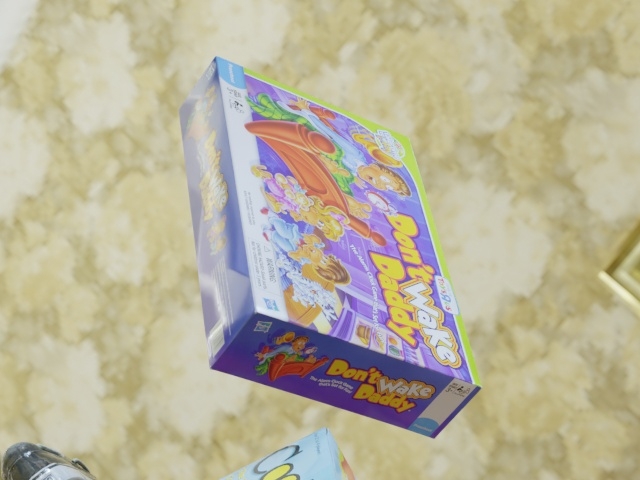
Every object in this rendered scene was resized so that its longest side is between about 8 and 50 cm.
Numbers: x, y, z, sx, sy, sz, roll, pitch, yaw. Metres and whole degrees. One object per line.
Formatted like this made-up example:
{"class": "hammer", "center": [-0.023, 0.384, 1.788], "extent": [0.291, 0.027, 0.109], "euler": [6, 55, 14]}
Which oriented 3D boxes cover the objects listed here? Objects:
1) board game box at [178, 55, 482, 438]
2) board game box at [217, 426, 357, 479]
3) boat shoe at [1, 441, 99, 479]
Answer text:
{"class": "board game box", "center": [0.000, 0.000, 1.437], "extent": [0.233, 0.347, 0.078], "euler": [20, -54, -28]}
{"class": "board game box", "center": [-0.082, 0.257, 0.948], "extent": [0.275, 0.144, 0.142], "euler": [-27, -72, 4]}
{"class": "boat shoe", "center": [-0.241, 0.241, 1.476], "extent": [0.078, 0.070, 0.219], "euler": [-42, -23, -12]}
